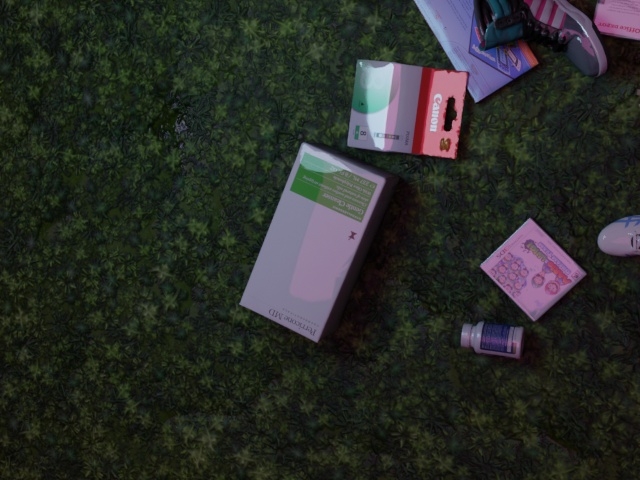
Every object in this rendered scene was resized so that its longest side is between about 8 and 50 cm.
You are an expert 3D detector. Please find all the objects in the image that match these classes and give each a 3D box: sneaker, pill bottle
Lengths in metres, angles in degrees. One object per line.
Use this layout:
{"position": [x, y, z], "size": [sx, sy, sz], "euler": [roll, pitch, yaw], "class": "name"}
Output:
{"position": [0.640, -0.004, 1.686], "size": [0.237, 0.086, 0.085], "euler": [0, 97, 20], "class": "sneaker"}
{"position": [0.388, -0.391, 1.683], "size": [0.178, 0.124, 0.295], "euler": [-35, 77, -7], "class": "sneaker"}
{"position": [0.346, 0.198, 1.814], "size": [0.120, 0.067, 0.067], "euler": [6, 97, 18], "class": "pill bottle"}

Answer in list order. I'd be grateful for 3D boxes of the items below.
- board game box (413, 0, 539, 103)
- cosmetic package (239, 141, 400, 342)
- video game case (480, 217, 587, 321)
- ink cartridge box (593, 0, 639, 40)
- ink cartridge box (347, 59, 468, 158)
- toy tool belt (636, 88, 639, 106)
{"position": [0.299, -0.429, 1.790], "size": [0.145, 0.027, 0.281], "euler": [-32, 85, 20], "class": "board game box"}
{"position": [0.000, 0.000, 1.867], "size": [0.197, 0.155, 0.365], "euler": [24, 101, 13], "class": "cosmetic package"}
{"position": [0.423, 0.058, 1.799], "size": [0.157, 0.019, 0.143], "euler": [46, 107, 9], "class": "video game case"}
{"position": [0.569, -0.444, 1.681], "size": [0.099, 0.056, 0.135], "euler": [15, 99, 17], "class": "ink cartridge box"}
{"position": [0.172, -0.265, 1.822], "size": [0.225, 0.056, 0.180], "euler": [11, 99, 28], "class": "ink cartridge box"}
{"position": [0.625, -0.251, 1.690], "size": [0.051, 0.052, 0.083], "euler": [-21, 85, 51], "class": "toy tool belt"}
